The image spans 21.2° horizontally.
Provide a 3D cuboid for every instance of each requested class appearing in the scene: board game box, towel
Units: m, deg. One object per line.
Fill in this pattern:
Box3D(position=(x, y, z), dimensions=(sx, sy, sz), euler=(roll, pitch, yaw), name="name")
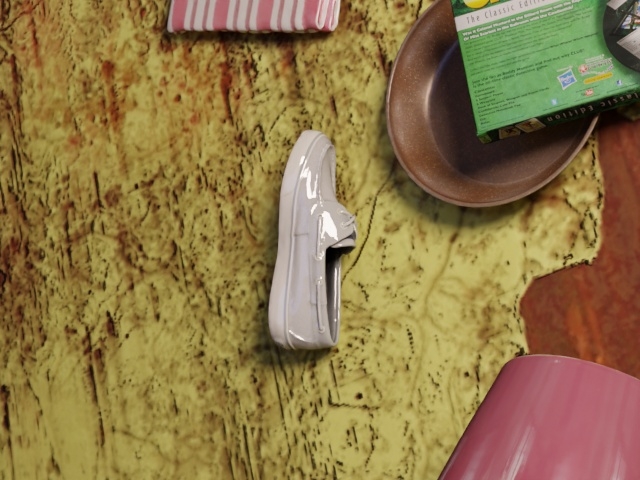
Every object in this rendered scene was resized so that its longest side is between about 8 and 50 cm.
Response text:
Box3D(position=(0.231, -0.170, 1.284), dimensions=(0.260, 0.030, 0.136), euler=(-15, 70, 16), name="board game box")
Box3D(position=(-0.053, -0.254, 1.546), dimensions=(0.197, 0.029, 0.144), euler=(5, 79, 39), name="towel")

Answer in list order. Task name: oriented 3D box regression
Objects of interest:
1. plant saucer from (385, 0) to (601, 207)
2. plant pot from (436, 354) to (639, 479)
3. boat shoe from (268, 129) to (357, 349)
Box3D(position=(0.144, -0.118, 1.361), dimensions=(0.199, 0.036, 0.198), euler=(-11, 70, 32), name="plant saucer")
Box3D(position=(0.162, 0.185, 1.177), dimensions=(0.201, 0.201, 0.180), euler=(4, 64, 36), name="plant pot")
Box3D(position=(0.000, 0.000, 1.414), dimensions=(0.063, 0.066, 0.184), euler=(4, 76, 21), name="boat shoe")
